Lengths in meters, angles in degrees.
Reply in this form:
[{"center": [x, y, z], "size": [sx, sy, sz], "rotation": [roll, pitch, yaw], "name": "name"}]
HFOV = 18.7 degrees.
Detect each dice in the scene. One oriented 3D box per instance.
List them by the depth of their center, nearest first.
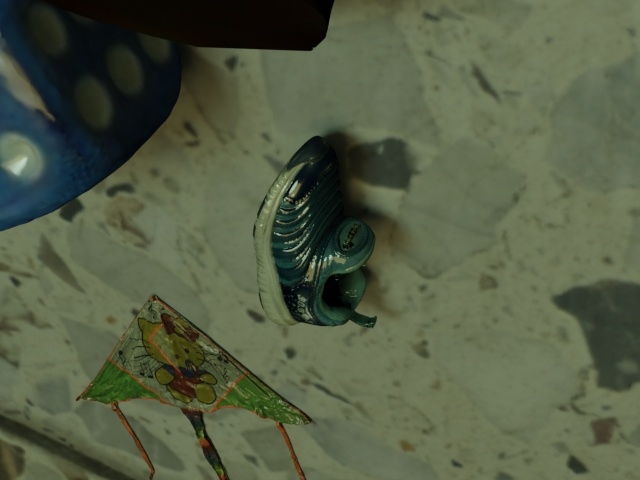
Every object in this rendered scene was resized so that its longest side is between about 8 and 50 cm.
[{"center": [-0.179, -0.099, 1.159], "size": [0.146, 0.143, 0.146], "rotation": [-18, 114, 37], "name": "dice"}]

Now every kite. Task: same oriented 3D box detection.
[{"center": [-0.088, 0.138, 1.392], "size": [0.198, 0.006, 0.244], "rotation": [0, 125, 28], "name": "kite"}]

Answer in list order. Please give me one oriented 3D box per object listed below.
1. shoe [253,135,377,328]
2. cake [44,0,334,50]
[{"center": [0.000, 0.000, 1.196], "size": [0.071, 0.064, 0.143], "rotation": [16, 134, 19], "name": "shoe"}, {"center": [-0.069, -0.209, 1.015], "size": [0.185, 0.178, 0.208], "rotation": [10, 169, 4], "name": "cake"}]
